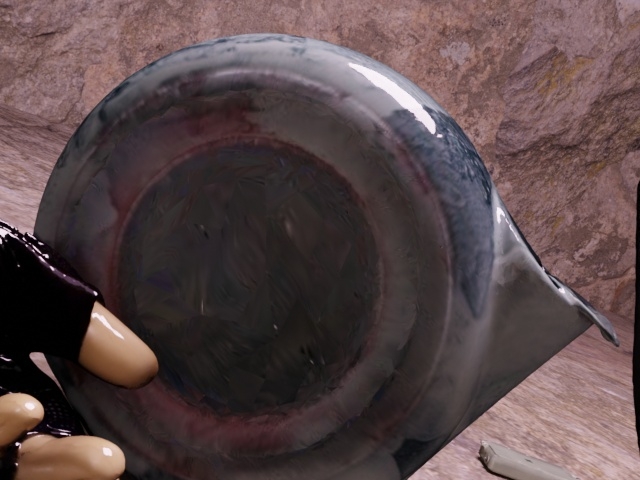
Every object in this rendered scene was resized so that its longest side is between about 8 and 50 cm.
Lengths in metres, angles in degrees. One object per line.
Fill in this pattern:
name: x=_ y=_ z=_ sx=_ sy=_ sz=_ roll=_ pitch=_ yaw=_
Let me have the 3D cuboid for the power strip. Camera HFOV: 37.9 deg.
power strip: x=0.176 y=0.193 z=0.786 sx=0.090 sy=0.016 sz=0.040 roll=21 pitch=6 yaw=-8

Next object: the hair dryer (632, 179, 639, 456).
hair dryer: x=0.178 y=0.073 z=0.426 sx=0.120 sy=0.359 sz=0.303 roll=-7 pitch=-18 yaw=33

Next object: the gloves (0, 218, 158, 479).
gloves: x=-0.160 y=0.060 z=0.408 sx=0.203 sy=0.124 sz=0.164 roll=48 pitch=45 yaw=14

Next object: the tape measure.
tape measure: x=-0.017 y=0.026 z=0.518 sx=0.275 sy=0.256 sz=0.147 roll=49 pitch=10 yaw=9
